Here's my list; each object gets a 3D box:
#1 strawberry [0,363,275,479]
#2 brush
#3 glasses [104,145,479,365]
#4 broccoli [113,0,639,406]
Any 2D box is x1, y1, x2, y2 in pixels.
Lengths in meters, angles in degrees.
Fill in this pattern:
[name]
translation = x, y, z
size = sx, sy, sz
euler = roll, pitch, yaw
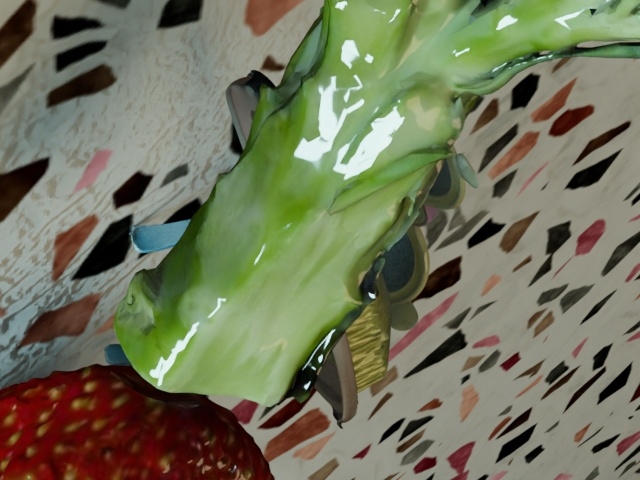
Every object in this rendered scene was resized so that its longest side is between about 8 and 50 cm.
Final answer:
[strawberry]
translation = -0.152, 0.193, 1.097
size = 0.250, 0.238, 0.288
euler = -18, 141, -54
[brush]
translation = 0.000, -0.002, 1.086
size = 0.067, 0.072, 0.313
euler = -38, 148, -17
[glasses]
translation = -0.029, -0.008, 1.187
size = 0.220, 0.088, 0.190
euler = -9, 147, -21
[broccoli]
translation = 0.021, -0.097, 0.861
size = 0.361, 0.252, 0.221
euler = -38, 160, 31
